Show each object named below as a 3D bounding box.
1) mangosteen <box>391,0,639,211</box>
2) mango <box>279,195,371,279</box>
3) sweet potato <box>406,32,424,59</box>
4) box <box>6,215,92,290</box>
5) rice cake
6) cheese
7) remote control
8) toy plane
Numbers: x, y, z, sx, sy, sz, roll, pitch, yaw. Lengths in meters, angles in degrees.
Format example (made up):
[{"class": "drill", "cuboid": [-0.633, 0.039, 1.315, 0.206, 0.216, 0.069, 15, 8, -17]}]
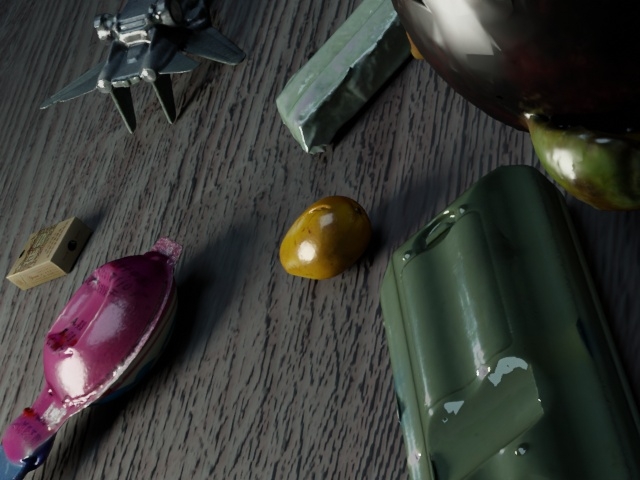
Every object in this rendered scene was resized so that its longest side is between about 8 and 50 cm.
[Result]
[{"class": "mangosteen", "cuboid": [0.166, -0.155, 1.009, 0.288, 0.288, 0.288, -39, 26, 23]}, {"class": "mango", "cuboid": [0.000, 0.000, 1.315, 0.089, 0.046, 0.060, -26, 34, 51]}, {"class": "sweet potato", "cuboid": [0.161, -0.204, 1.279, 0.292, 0.097, 0.097, -27, 32, 40]}, {"class": "box", "cuboid": [-0.247, 0.012, 1.759, 0.083, 0.024, 0.053, -17, 39, 49]}, {"class": "rice cake", "cuboid": [0.051, -0.165, 1.476, 0.226, 0.040, 0.085, -48, 23, 4]}, {"class": "cheese", "cuboid": [-0.181, 0.099, 1.469, 0.244, 0.062, 0.155, -54, 23, -7]}, {"class": "remote control", "cuboid": [0.093, 0.074, 1.019, 0.128, 0.065, 0.335, -39, 26, 17]}, {"class": "toy plane", "cuboid": [-0.147, -0.216, 1.840, 0.212, 0.088, 0.267, -11, 37, 22]}]
